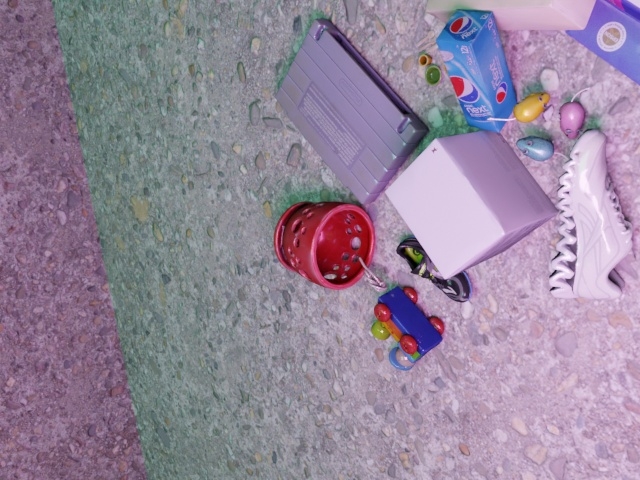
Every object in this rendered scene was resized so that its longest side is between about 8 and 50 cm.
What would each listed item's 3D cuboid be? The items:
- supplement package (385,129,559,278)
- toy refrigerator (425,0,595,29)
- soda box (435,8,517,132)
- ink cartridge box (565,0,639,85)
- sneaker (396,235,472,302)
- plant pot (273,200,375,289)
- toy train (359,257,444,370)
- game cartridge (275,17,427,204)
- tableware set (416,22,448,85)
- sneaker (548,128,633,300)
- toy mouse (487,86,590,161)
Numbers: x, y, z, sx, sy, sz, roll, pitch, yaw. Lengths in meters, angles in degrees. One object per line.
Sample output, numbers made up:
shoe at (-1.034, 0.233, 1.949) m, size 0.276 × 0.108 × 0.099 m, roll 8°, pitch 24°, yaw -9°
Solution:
supplement package at (0.265, -0.069, 1.055) m, size 0.194 × 0.203 × 0.149 m, roll 58°, pitch 134°, yaw 16°
toy refrigerator at (0.297, -0.393, 0.942) m, size 0.269 × 0.094 × 0.102 m, roll 29°, pitch 103°, yaw 56°
soda box at (0.263, -0.276, 0.997) m, size 0.067 × 0.071 × 0.210 m, roll 23°, pitch 163°, yaw 39°
ink cartridge box at (0.537, -0.338, 0.796) m, size 0.324 × 0.071 × 0.330 m, roll 47°, pitch 130°, yaw 24°
sneaker at (0.227, 0.065, 1.225) m, size 0.188 × 0.078 × 0.067 m, roll 43°, pitch 129°, yaw 27°
plant pot at (0.000, 0.000, 1.356) m, size 0.174 × 0.191 × 0.191 m, roll 17°, pitch 114°, yaw 46°
toy train at (0.148, 0.165, 1.332) m, size 0.248 × 0.105 × 0.143 m, roll 50°, pitch 145°, yaw 22°
game cartridge at (0.053, -0.278, 1.310) m, size 0.355 × 0.068 × 0.230 m, roll 53°, pitch 137°, yaw 19°
tableware set at (0.243, -0.361, 1.116) m, size 0.154 × 0.024 × 0.104 m, roll -26°, pitch 84°, yaw 46°
sneaker at (0.444, -0.035, 0.967) m, size 0.118 × 0.110 × 0.292 m, roll 11°, pitch 119°, yaw 35°
toy mouse at (0.383, -0.179, 0.991) m, size 0.160 × 0.031 × 0.143 m, roll -29°, pitch 104°, yaw 18°
